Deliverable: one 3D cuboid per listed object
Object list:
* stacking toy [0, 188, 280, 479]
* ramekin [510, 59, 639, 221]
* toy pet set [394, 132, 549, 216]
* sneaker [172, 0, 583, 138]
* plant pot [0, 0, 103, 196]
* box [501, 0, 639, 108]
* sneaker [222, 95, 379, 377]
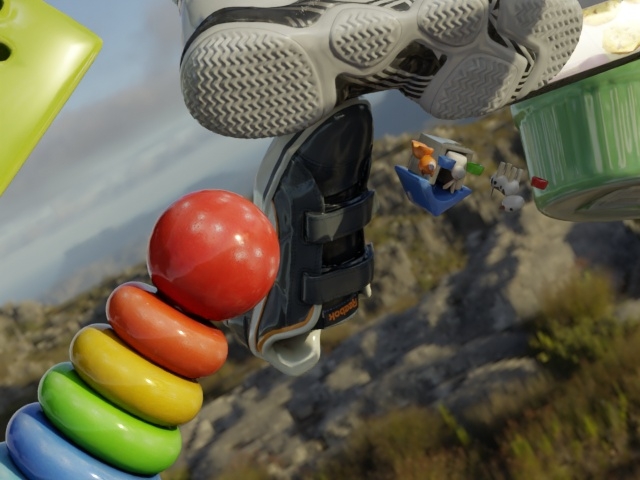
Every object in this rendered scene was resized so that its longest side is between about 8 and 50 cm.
[{"bbox_3d":[-0.134,0.114,0.849,0.330,0.141,0.141,-57,6,3],"label":"stacking toy"},{"bbox_3d":[0.403,-0.122,1.623,0.304,0.148,0.303,-5,-11,-1],"label":"ramekin"},{"bbox_3d":[0.112,-0.047,1.093,0.122,0.065,0.114,10,15,-34],"label":"toy pet set"},{"bbox_3d":[0.037,-0.211,1.117,0.366,0.210,0.137,-10,-42,-16],"label":"sneaker"},{"bbox_3d":[-0.323,-0.096,0.917,0.227,0.207,0.228,-60,19,-21],"label":"plant pot"},{"bbox_3d":[0.296,-0.212,1.322,0.324,0.067,0.063,-20,-4,-18],"label":"box"},{"bbox_3d":[0.000,0.000,1.216,0.126,0.127,0.321,-24,-30,-38],"label":"sneaker"}]
